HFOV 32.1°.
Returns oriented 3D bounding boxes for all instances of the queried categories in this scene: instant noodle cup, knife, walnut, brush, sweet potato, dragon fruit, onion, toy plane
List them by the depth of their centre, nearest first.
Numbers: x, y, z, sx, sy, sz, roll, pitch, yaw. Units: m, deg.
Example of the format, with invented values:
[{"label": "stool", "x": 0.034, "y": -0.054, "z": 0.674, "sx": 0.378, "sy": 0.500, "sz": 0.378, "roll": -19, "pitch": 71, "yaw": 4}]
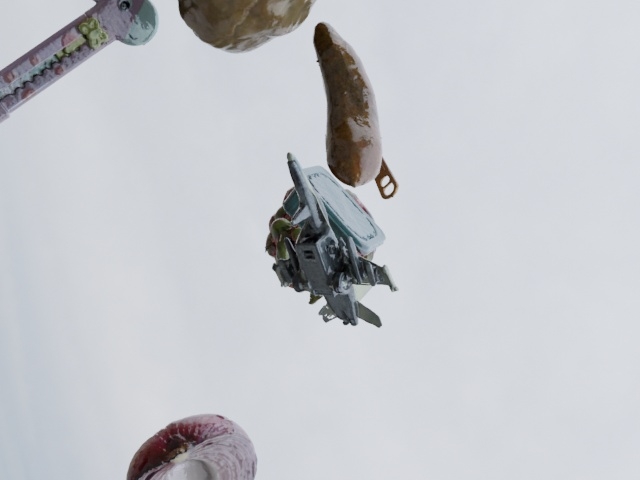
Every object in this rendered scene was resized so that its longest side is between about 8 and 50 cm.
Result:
[{"label": "toy plane", "x": -0.003, "y": 0.009, "z": 1.447, "sx": 0.192, "sy": 0.088, "sz": 0.262, "roll": -1, "pitch": -49, "yaw": 37}, {"label": "walnut", "x": -0.116, "y": -0.456, "z": 1.755, "sx": 0.285, "sy": 0.285, "sz": 0.296, "roll": 127, "pitch": -35, "yaw": -67}, {"label": "sweet potato", "x": 0.043, "y": -0.215, "z": 1.777, "sx": 0.097, "sy": 0.097, "sz": 0.292, "roll": 123, "pitch": -40, "yaw": -66}, {"label": "instant noodle cup", "x": 0.017, "y": -0.037, "z": 1.833, "sx": 0.179, "sy": 0.070, "sz": 0.157, "roll": 47, "pitch": 19, "yaw": 6}, {"label": "onion", "x": -0.220, "y": 0.406, "z": 1.887, "sx": 0.120, "sy": 0.227, "sz": 0.283, "roll": -127, "pitch": -159, "yaw": -48}, {"label": "knife", "x": -0.456, "y": -0.308, "z": 1.905, "sx": 0.132, "sy": 0.399, "sz": 0.038, "roll": 57, "pitch": -9, "yaw": -21}, {"label": "brush", "x": 0.106, "y": -0.178, "z": 2.279, "sx": 0.017, "sy": 0.090, "sz": 0.314, "roll": 34, "pitch": 22, "yaw": -33}, {"label": "dragon fruit", "x": -0.006, "y": -0.010, "z": 2.409, "sx": 0.237, "sy": 0.231, "sz": 0.303, "roll": 54, "pitch": -12, "yaw": -16}]
